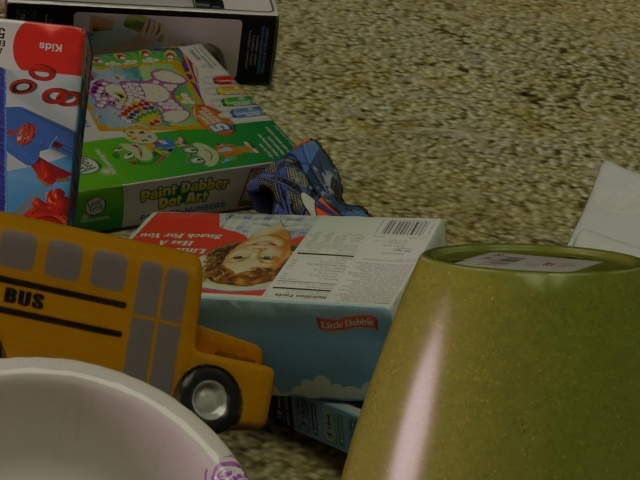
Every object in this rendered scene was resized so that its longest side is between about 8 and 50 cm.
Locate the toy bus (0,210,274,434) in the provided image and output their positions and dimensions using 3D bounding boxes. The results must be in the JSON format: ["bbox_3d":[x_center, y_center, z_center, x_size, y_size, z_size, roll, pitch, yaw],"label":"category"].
[{"bbox_3d":[-0.196,0.057,1.174,0.333,0.130,0.108,13,-14,-28],"label":"toy bus"}]

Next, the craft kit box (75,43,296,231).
[{"bbox_3d":[-0.178,-0.105,1.656,0.247,0.061,0.250,-13,38,-26],"label":"craft kit box"}]

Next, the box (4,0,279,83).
[{"bbox_3d":[-0.199,-0.253,1.845,0.290,0.087,0.169,2,33,-11],"label":"box"}]

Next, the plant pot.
[{"bbox_3d":[0.121,0.154,1.017,0.275,0.293,0.275,1,7,0],"label":"plant pot"}]

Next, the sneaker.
[{"bbox_3d":[0.000,0.000,1.526,0.087,0.083,0.221,-24,43,-9],"label":"sneaker"}]

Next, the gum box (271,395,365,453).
[{"bbox_3d":[0.078,0.125,1.320,0.157,0.041,0.184,-19,22,-36],"label":"gum box"}]

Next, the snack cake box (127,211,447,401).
[{"bbox_3d":[-0.041,0.049,1.349,0.264,0.089,0.152,2,29,21],"label":"snack cake box"}]

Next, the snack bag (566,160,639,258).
[{"bbox_3d":[0.387,0.041,1.583,0.323,0.037,0.342,17,33,13],"label":"snack bag"}]

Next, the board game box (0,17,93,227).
[{"bbox_3d":[-0.341,-0.022,1.277,0.308,0.302,0.086,5,-10,-6],"label":"board game box"}]

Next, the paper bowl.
[{"bbox_3d":[-0.178,0.222,1.022,0.284,0.148,0.284,7,50,-8],"label":"paper bowl"}]
